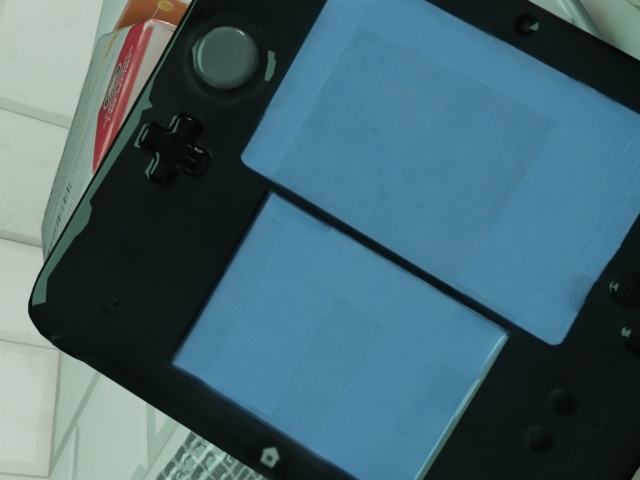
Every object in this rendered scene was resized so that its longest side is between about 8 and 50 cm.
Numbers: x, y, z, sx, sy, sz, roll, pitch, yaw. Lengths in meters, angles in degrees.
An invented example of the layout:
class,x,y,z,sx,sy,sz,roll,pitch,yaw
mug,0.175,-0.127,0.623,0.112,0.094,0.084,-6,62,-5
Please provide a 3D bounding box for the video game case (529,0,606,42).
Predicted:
class,x,y,z,sx,sy,sz,roll,pitch,yaw
video game case,0.179,-0.132,0.628,0.143,0.019,0.157,-44,63,47

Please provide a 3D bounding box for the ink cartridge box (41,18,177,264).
class,x,y,z,sx,sy,sz,roll,pitch,yaw
ink cartridge box,-0.158,-0.065,0.664,0.306,0.131,0.226,32,104,66

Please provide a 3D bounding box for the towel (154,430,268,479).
class,x,y,z,sx,sy,sz,roll,pitch,yaw
towel,-0.096,0.302,0.694,0.284,0.121,0.235,-53,27,-7

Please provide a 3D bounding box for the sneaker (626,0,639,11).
class,x,y,z,sx,sy,sz,roll,pitch,yaw
sneaker,0.249,-0.209,0.459,0.146,0.102,0.293,-51,20,29

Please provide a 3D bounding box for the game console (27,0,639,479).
class,x,y,z,sx,sy,sz,roll,pitch,yaw
game console,0.047,0.004,0.467,0.342,0.386,0.060,-59,-6,-1

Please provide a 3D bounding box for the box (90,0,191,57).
class,x,y,z,sx,sy,sz,roll,pitch,yaw
box,-0.068,-0.249,0.873,0.215,0.345,0.168,-27,52,57
